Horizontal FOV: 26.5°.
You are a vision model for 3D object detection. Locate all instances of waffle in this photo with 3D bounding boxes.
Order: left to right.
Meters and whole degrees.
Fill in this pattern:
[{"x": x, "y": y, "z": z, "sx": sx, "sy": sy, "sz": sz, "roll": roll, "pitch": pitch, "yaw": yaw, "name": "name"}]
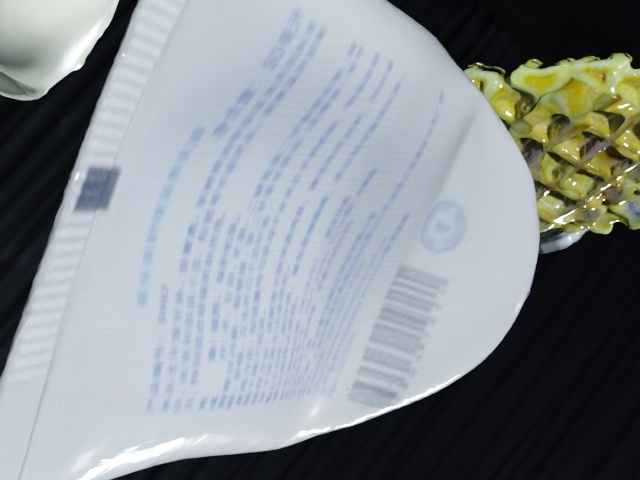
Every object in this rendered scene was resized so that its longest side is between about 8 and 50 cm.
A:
[{"x": 0.217, "y": -0.071, "z": 1.167, "sx": 0.224, "sy": 0.054, "sz": 0.204, "roll": -3, "pitch": -39, "yaw": 11, "name": "waffle"}]

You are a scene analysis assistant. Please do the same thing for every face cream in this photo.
[{"x": 0.000, "y": 0.000, "z": 0.619, "sx": 0.137, "sy": 0.234, "sz": 0.420, "roll": 24, "pitch": 5, "yaw": 20, "name": "face cream"}]

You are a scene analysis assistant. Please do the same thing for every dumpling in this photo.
[{"x": -0.206, "y": -0.167, "z": 0.898, "sx": 0.134, "sy": 0.099, "sz": 0.169, "roll": 27, "pitch": -27, "yaw": -21, "name": "dumpling"}]

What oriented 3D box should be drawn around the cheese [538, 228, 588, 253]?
[{"x": 0.172, "y": 0.014, "z": 1.438, "sx": 0.286, "sy": 0.163, "sz": 0.082, "roll": -16, "pitch": -72, "yaw": 49, "name": "cheese"}]
